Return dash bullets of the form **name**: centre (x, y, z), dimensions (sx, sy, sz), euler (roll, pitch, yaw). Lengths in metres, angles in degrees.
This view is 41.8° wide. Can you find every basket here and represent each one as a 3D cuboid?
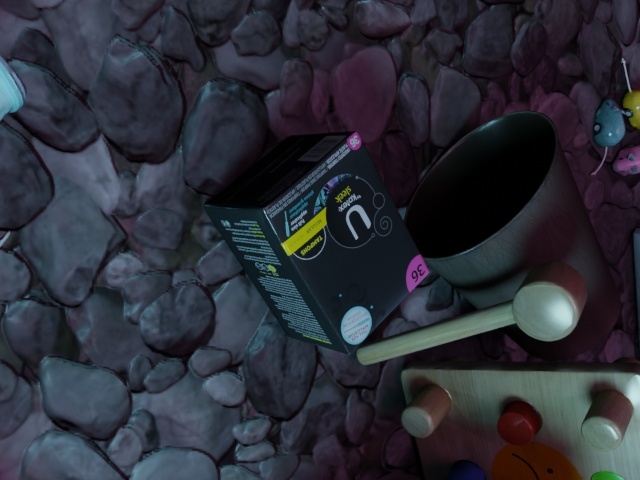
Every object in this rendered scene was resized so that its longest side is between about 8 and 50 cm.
- **basket**: centre (0.221, 0.012, 0.902), dimensions (0.227, 0.154, 0.204), euler (49, 66, -32)

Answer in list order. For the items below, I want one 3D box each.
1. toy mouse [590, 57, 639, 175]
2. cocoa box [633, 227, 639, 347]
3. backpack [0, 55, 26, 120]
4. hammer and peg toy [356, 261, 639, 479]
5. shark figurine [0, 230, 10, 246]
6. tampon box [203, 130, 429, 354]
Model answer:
- **toy mouse**: centre (0.398, -0.131, 1.090), dimensions (0.143, 0.031, 0.161), euler (-46, 118, -25)
- **cocoa box**: centre (0.592, 0.139, 1.130), dimensions (0.232, 0.228, 0.346), euler (-13, 101, -35)
- **backpack**: centre (-0.284, -0.149, 0.470), dimensions (0.191, 0.225, 0.253), euler (-46, 122, -19)
- **hammer and peg toy**: centre (0.204, 0.190, 0.849), dimensions (0.127, 0.266, 0.361), euler (-34, 113, -53)
- **shark figurine**: centre (-0.342, 0.025, 0.487), dimensions (0.278, 0.116, 0.166), euler (19, 64, -31)
- **tampon box**: centre (0.000, 0.000, 0.762), dimensions (0.120, 0.101, 0.161), euler (-43, 117, -25)
